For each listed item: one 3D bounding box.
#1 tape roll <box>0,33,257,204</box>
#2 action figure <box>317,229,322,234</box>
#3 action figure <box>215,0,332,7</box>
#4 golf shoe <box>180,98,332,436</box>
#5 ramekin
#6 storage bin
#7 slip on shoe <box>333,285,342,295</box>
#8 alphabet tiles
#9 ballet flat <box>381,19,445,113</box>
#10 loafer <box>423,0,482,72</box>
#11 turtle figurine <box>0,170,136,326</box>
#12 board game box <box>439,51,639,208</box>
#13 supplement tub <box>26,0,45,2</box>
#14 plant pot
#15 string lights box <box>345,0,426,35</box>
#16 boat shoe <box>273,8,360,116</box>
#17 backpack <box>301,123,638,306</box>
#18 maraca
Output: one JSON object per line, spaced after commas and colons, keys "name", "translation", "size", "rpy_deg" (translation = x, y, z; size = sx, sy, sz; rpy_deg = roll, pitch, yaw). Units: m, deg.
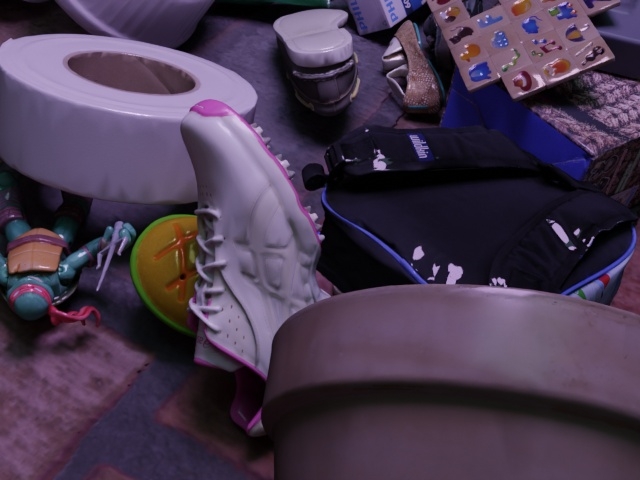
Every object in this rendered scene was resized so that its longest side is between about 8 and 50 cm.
{"name": "tape roll", "translation": [-0.218, -0.145, 0.861], "size": [0.287, 0.100, 0.286], "rpy_deg": [12, 26, -6]}
{"name": "action figure", "translation": [0.000, 0.000, 0.861], "size": [0.115, 0.030, 0.038], "rpy_deg": [0, 51, -16]}
{"name": "action figure", "translation": [-0.096, -0.398, 1.201], "size": [0.233, 0.063, 0.137], "rpy_deg": [2, 16, 7]}
{"name": "golf shoe", "translation": [-0.063, 0.033, 0.660], "size": [0.140, 0.306, 0.115], "rpy_deg": [-29, 13, -20]}
{"name": "ramekin", "translation": [-0.252, -0.408, 1.063], "size": [0.273, 0.127, 0.272], "rpy_deg": [25, 52, -37]}
{"name": "storage bin", "translation": [0.356, -0.262, 0.937], "size": [0.135, 0.098, 0.091], "rpy_deg": [16, 56, 7]}
{"name": "slip on shoe", "translation": [0.061, 0.018, 0.843], "size": [0.051, 0.041, 0.135], "rpy_deg": [34, 50, 23]}
{"name": "alphabet tiles", "translation": [0.250, -0.269, 0.924], "size": [0.198, 0.009, 0.237], "rpy_deg": [-21, 52, 10]}
{"name": "ballet flat", "translation": [0.125, -0.255, 1.111], "size": [0.067, 0.073, 0.206], "rpy_deg": [-11, 43, 0]}
{"name": "loafer", "translation": [0.199, -0.328, 1.192], "size": [0.084, 0.096, 0.267], "rpy_deg": [0, 35, 20]}
{"name": "turtle figurine", "translation": [-0.281, 0.005, 0.753], "size": [0.175, 0.118, 0.234], "rpy_deg": [8, 27, -22]}
{"name": "board game box", "translation": [0.344, -0.162, 0.995], "size": [0.291, 0.141, 0.232], "rpy_deg": [-23, 53, -28]}
{"name": "supplement tub", "translation": [-0.533, -0.503, 1.136], "size": [0.325, 0.235, 0.235], "rpy_deg": [25, 47, 16]}
{"name": "plant pot", "translation": [0.096, 0.221, 0.492], "size": [0.324, 0.323, 0.280], "rpy_deg": [12, 61, 3]}
{"name": "string lights box", "translation": [0.141, -0.450, 1.231], "size": [0.077, 0.133, 0.260], "rpy_deg": [4, 38, 49]}
{"name": "boat shoe", "translation": [-0.004, -0.259, 1.069], "size": [0.109, 0.091, 0.305], "rpy_deg": [-10, 27, 1]}
{"name": "backpack", "translation": [0.154, 0.023, 0.725], "size": [0.264, 0.213, 0.276], "rpy_deg": [-22, 50, -28]}
{"name": "maraca", "translation": [-0.099, 0.046, 0.757], "size": [0.186, 0.099, 0.127], "rpy_deg": [31, 57, -11]}
